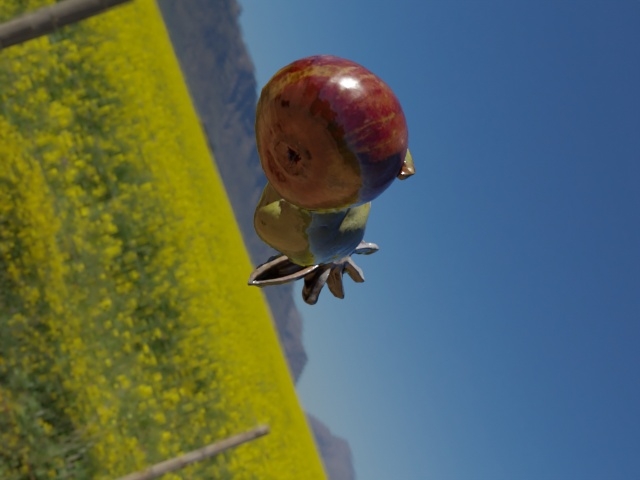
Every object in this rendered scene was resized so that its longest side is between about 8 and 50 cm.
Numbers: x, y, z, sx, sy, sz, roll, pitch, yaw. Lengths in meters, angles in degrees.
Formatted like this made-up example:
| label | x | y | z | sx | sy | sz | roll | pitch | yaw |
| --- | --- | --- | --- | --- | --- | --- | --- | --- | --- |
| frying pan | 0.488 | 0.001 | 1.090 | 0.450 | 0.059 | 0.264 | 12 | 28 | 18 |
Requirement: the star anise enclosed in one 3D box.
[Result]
| label | x | y | z | sx | sy | sz | roll | pitch | yaw |
| --- | --- | --- | --- | --- | --- | --- | --- | --- | --- |
| star anise | 0.002 | -0.004 | 1.796 | 0.198 | 0.257 | 0.111 | 28 | -11 | -30 |

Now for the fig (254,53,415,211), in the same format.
| label | x | y | z | sx | sy | sz | roll | pitch | yaw |
| --- | --- | --- | --- | --- | --- | --- | --- | --- | --- |
| fig | 0.022 | -0.130 | 1.258 | 0.205 | 0.205 | 0.205 | 161 | -90 | -85 |

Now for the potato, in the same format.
| label | x | y | z | sx | sy | sz | roll | pitch | yaw |
| --- | --- | --- | --- | --- | --- | --- | --- | --- | --- |
| potato | -0.008 | -0.042 | 1.507 | 0.200 | 0.137 | 0.154 | 26 | 65 | -62 |
